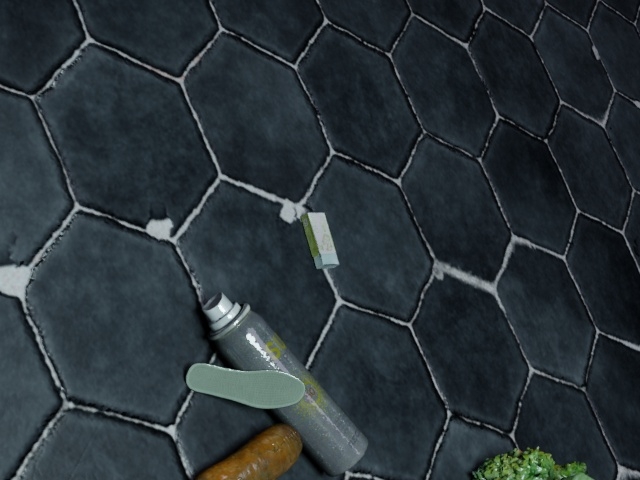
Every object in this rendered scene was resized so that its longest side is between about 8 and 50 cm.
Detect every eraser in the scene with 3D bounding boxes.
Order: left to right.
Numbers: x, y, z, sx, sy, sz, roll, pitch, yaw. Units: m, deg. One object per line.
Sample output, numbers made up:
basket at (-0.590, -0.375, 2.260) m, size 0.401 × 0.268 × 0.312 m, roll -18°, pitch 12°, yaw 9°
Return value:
eraser at (0.000, 0.000, 1.665) m, size 0.038 × 0.019 × 0.083 m, roll 0°, pitch 69°, yaw -47°

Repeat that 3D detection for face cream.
face cream at (-0.050, 0.184, 1.473) m, size 0.283 × 0.073 × 0.073 m, roll 50°, pitch 42°, yaw -12°

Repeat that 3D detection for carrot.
carrot at (-0.089, 0.281, 1.393) m, size 0.186 × 0.060 × 0.060 m, roll -27°, pitch 89°, yaw -47°

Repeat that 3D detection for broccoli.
broccoli at (0.329, 0.385, 1.656) m, size 0.220 × 0.194 × 0.194 m, roll -24°, pitch 86°, yaw -43°

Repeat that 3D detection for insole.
insole at (-0.093, 0.181, 1.424) m, size 0.153 × 0.002 × 0.053 m, roll 13°, pitch 96°, yaw -11°
